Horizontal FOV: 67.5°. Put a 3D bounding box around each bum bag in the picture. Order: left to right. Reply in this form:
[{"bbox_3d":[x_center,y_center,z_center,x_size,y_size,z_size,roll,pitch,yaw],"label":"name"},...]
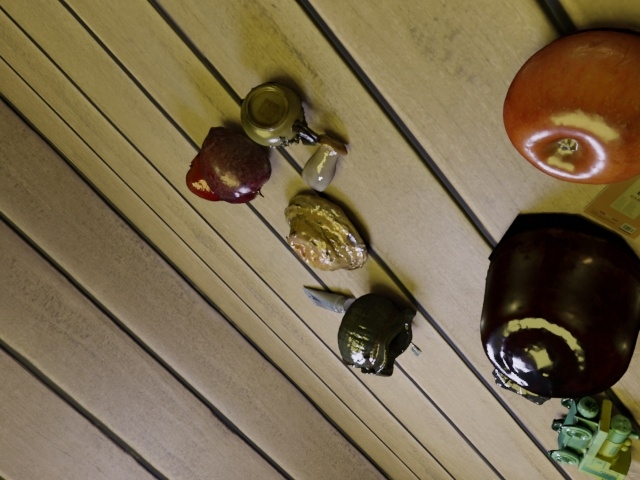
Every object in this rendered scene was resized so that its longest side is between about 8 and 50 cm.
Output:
[{"bbox_3d":[0.684,0.491,1.633,0.197,0.049,0.087,20,121,31],"label":"bum bag"}]

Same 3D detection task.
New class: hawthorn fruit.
[{"bbox_3d":[-0.384,-0.226,1.745,0.202,0.185,0.185,32,150,-4],"label":"hawthorn fruit"}]

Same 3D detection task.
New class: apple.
[{"bbox_3d":[0.447,-0.212,0.802,0.272,0.206,0.251,31,152,12],"label":"apple"}]

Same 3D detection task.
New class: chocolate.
[{"bbox_3d":[0.529,0.183,1.119,0.383,0.331,0.383,30,151,19],"label":"chocolate"}]

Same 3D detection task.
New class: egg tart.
[{"bbox_3d":[0.000,0.000,1.648,0.352,0.150,0.352,31,152,19],"label":"egg tart"}]

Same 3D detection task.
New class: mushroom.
[{"bbox_3d":[0.006,-0.223,1.400,0.097,0.088,0.212,64,153,25],"label":"mushroom"}]

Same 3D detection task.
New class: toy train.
[{"bbox_3d":[0.866,0.621,1.512,0.237,0.150,0.369,13,141,25],"label":"toy train"}]

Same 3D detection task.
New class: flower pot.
[{"bbox_3d":[0.202,0.349,1.749,0.213,0.302,0.302,22,146,26],"label":"flower pot"}]

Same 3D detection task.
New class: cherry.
[{"bbox_3d":[-0.287,-0.247,1.586,0.300,0.203,0.230,55,151,2],"label":"cherry"}]

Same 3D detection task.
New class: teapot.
[{"bbox_3d":[-0.117,-0.334,1.337,0.269,0.173,0.182,30,179,9],"label":"teapot"}]

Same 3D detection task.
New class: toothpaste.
[{"bbox_3d":[0.033,0.258,2.039,0.299,0.073,0.114,5,136,55],"label":"toothpaste"}]

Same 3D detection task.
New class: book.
[{"bbox_3d":[0.631,-0.079,0.962,0.118,0.012,0.172,33,150,12],"label":"book"}]

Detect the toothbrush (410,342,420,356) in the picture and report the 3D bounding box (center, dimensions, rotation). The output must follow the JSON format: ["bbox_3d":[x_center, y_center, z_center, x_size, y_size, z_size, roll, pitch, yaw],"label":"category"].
[{"bbox_3d":[0.304,0.367,1.912,0.269,0.027,0.021,45,163,-6],"label":"toothbrush"}]
